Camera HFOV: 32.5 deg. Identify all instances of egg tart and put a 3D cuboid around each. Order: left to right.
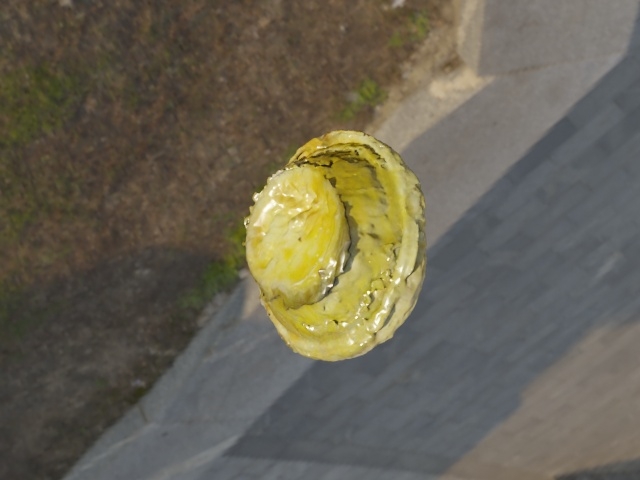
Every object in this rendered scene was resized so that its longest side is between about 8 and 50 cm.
[{"bbox_3d":[0.000,0.000,0.877,0.074,0.191,0.191,14,128,-44],"label":"egg tart"}]
